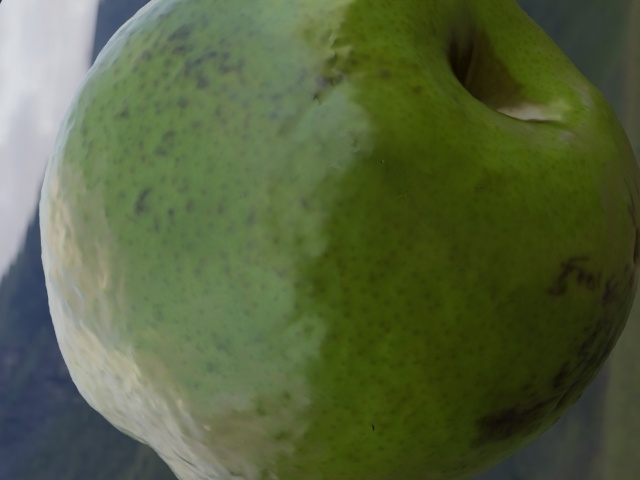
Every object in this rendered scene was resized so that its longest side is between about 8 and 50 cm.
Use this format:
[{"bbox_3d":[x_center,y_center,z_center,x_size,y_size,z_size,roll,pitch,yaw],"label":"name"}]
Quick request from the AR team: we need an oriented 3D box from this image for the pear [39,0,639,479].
[{"bbox_3d":[0.000,0.000,1.213,0.391,0.391,0.391,8,-90,-88],"label":"pear"}]
